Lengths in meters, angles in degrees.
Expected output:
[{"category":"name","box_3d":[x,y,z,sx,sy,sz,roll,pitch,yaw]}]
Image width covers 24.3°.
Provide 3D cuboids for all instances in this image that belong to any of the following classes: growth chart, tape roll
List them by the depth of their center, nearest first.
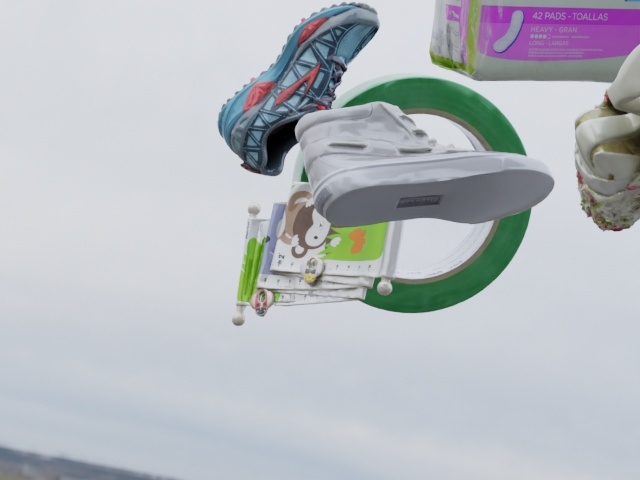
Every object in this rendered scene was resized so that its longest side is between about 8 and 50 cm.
[{"category":"growth chart","box_3d":[0.000,0.000,1.675,0.237,0.172,0.021,-11,-23,35]},{"category":"tape roll","box_3d":[0.123,-0.064,2.014,0.321,0.321,0.077,12,8,-11]}]

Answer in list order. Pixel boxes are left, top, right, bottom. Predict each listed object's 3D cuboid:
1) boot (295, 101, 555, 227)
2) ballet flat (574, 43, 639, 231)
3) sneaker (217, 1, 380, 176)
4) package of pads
[{"category":"boot","box_3d":[0.103,-0.087,1.482,0.258,0.123,0.095,-2,-35,-25]},{"category":"ballet flat","box_3d":[0.216,-0.090,1.001,0.077,0.091,0.241,-7,-34,-27]},{"category":"sneaker","box_3d":[-0.007,-0.182,1.875,0.262,0.125,0.104,-45,-32,20]},{"category":"package of pads","box_3d":[0.222,-0.296,1.387,0.229,0.297,0.101,-2,17,-25]}]
